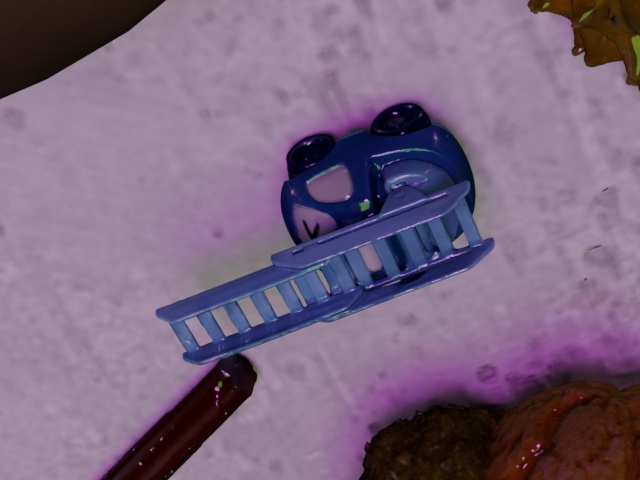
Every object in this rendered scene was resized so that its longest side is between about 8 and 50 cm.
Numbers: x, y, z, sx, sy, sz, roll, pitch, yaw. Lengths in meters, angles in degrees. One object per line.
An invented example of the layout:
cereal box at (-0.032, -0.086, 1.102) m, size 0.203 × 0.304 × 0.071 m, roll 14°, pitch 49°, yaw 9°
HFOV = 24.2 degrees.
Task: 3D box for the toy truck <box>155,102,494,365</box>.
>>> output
toy truck at (0.000, 0.000, 0.613) m, size 0.136 × 0.074 × 0.063 m, roll -22°, pitch 123°, yaw 11°

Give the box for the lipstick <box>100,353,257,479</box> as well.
lipstick at (-0.090, 0.116, 0.714) m, size 0.027 × 0.027 × 0.176 m, roll 35°, pitch 113°, yaw -24°

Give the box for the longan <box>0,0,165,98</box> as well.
longan at (-0.171, -0.187, 0.315) m, size 0.404 × 0.336 × 0.404 m, roll -5°, pitch 136°, yaw -5°

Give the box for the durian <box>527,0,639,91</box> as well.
durian at (0.160, -0.091, 0.561) m, size 0.140 × 0.078 × 0.224 m, roll -33°, pitch 119°, yaw 17°

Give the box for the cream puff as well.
cream puff at (0.082, 0.150, 0.674) m, size 0.169 × 0.183 × 0.183 m, roll 5°, pitch 124°, yaw 7°
